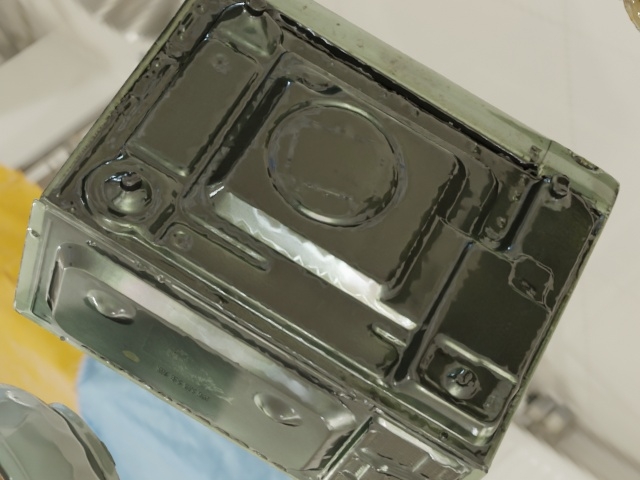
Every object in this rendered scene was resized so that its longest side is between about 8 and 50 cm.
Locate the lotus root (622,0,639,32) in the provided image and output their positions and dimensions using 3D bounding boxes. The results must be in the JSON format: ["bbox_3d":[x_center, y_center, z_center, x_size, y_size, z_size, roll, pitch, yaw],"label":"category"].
[{"bbox_3d":[0.395,-0.237,1.375,0.151,0.343,0.169,-104,21,-60],"label":"lotus root"}]

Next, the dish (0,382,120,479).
[{"bbox_3d":[-0.268,0.246,1.422,0.303,0.120,0.303,35,140,37],"label":"dish"}]

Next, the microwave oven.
[{"bbox_3d":[0.000,0.000,1.243,0.394,0.333,0.247,30,148,1],"label":"microwave oven"}]
